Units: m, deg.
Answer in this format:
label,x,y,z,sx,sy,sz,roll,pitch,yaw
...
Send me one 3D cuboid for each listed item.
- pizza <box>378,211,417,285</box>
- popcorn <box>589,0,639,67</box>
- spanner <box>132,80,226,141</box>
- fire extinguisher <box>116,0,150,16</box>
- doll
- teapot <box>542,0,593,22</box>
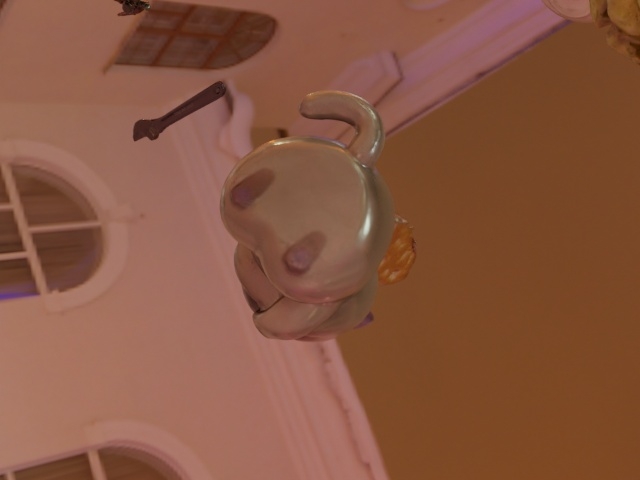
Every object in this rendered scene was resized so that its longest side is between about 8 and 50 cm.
label,x,y,z,sx,sy,sz,roll,pitch,yaw
pizza,0.113,0.014,1.579,0.127,0.246,0.058,-43,-117,1
popcorn,0.470,-0.309,1.103,0.250,0.242,0.234,-156,-110,-83
spanner,-0.241,-0.215,1.480,0.209,0.012,0.046,-24,-99,28
fire extinguisher,-0.488,-0.693,2.174,0.147,0.106,0.337,27,-41,24
doll,-0.015,0.009,1.146,0.215,0.226,0.370,36,-30,15
teapot,0.385,-0.405,1.333,0.246,0.116,0.159,32,-13,8
